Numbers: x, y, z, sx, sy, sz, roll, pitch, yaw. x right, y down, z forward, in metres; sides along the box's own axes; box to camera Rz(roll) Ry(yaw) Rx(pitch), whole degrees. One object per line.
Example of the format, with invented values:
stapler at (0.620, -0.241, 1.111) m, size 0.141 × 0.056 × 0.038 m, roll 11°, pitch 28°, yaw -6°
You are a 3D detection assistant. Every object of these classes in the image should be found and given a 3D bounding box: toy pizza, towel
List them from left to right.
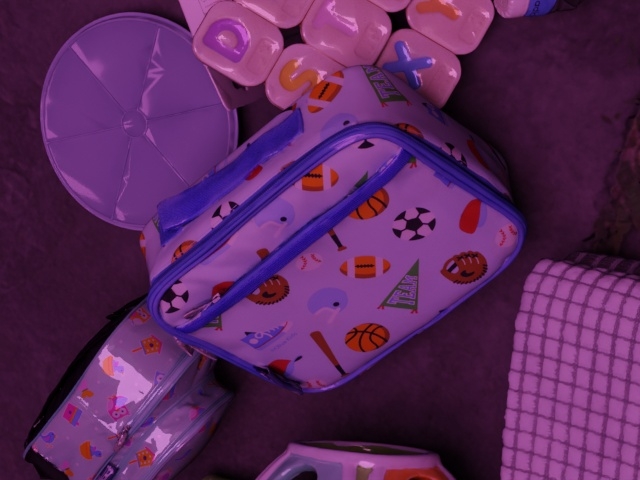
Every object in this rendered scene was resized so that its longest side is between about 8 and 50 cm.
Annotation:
toy pizza at (-0.163, -0.109, 1.822) m, size 0.201 × 0.032 × 0.201 m, roll 5°, pitch 103°, yaw 21°
towel at (0.276, 0.164, 1.630) m, size 0.235 × 0.121 × 0.283 m, roll 15°, pitch 107°, yaw 40°

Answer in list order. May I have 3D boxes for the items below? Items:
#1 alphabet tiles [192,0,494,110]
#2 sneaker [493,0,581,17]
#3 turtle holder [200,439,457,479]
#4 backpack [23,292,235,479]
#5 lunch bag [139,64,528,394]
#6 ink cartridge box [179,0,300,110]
alphabet tiles at (0.020, -0.241, 1.648) m, size 0.278 × 0.021 × 0.284 m, roll 31°, pitch 89°, yaw -7°
sneaker at (0.182, -0.260, 1.633) m, size 0.085 × 0.058 × 0.152 m, roll -5°, pitch 87°, yaw -17°
turtle holder at (0.021, 0.291, 1.755) m, size 0.243 × 0.320 × 0.227 m, roll 3°, pitch 90°, yaw -14°
backpack at (-0.161, 0.141, 1.805) m, size 0.144 × 0.166 × 0.188 m, roll 33°, pitch 115°, yaw 10°
lunch bag at (0.000, 0.000, 1.670) m, size 0.303 × 0.243 × 0.115 m, roll -38°, pitch 42°, yaw 25°
ink cartridge box at (-0.072, -0.219, 1.714) m, size 0.067 × 0.115 × 0.198 m, roll -19°, pitch 96°, yaw 24°
